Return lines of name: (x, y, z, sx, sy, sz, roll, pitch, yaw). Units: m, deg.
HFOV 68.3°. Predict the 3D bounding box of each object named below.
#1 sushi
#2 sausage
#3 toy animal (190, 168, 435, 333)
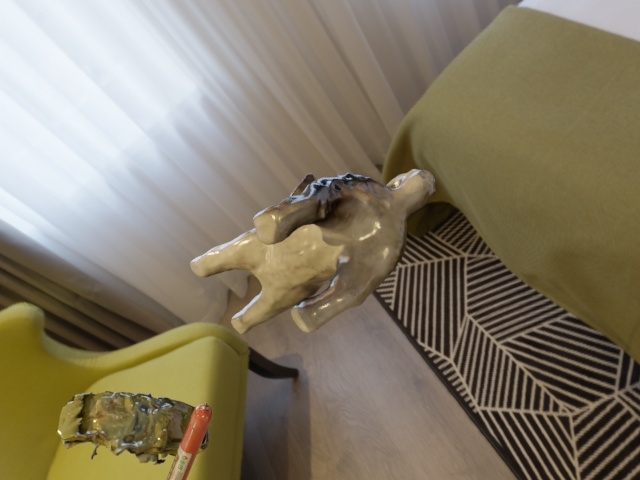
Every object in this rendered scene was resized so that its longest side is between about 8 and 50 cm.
sushi: (-0.362, 0.384, 0.932, 0.131, 0.291, 0.139, -44, 38, 25)
sausage: (-0.221, 0.361, 0.755, 0.034, 0.034, 0.253, 39, 111, 48)
toy animal: (0.000, 0.000, 0.734, 0.302, 0.194, 0.344, -35, 11, -32)
